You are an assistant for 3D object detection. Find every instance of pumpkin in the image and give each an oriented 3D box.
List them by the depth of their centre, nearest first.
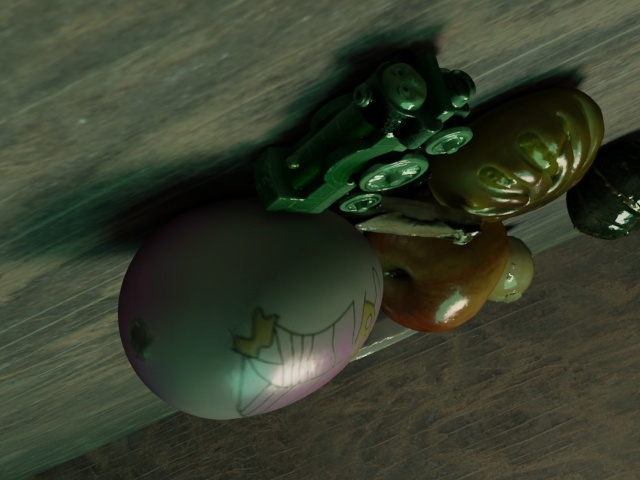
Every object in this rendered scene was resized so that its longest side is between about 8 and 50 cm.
[{"bbox_3d":[0.517,-0.084,1.213,0.190,0.146,0.190,-21,170,-4],"label":"pumpkin"}]

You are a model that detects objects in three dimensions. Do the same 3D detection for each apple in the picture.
[{"bbox_3d":[0.151,0.019,0.904,0.199,0.199,0.199,-22,168,-5],"label":"apple"}]

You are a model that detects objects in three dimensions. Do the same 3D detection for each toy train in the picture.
[{"bbox_3d":[0.034,-0.077,0.538,0.104,0.071,0.178,1,157,-38],"label":"toy train"}]

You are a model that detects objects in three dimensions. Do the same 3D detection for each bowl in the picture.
[{"bbox_3d":[0.086,0.173,1.536,0.286,0.144,0.287,-22,169,-5],"label":"bowl"}]

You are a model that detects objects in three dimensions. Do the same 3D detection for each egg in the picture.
[{"bbox_3d":[-0.050,0.057,0.640,0.271,0.197,0.196,6,151,-45],"label":"egg"},{"bbox_3d":[0.423,0.063,1.661,0.164,0.164,0.201,-23,166,-2],"label":"egg"}]

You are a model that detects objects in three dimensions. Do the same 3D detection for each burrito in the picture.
[{"bbox_3d":[0.079,-0.025,0.725,0.171,0.042,0.051,7,156,4],"label":"burrito"}]

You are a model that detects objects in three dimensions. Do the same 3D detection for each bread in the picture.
[{"bbox_3d":[0.215,-0.083,0.764,0.213,0.105,0.213,-24,166,-6],"label":"bread"}]

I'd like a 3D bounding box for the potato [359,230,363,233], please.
[{"bbox_3d":[0.000,0.000,0.828,0.101,0.089,0.172,-55,166,-61],"label":"potato"}]
